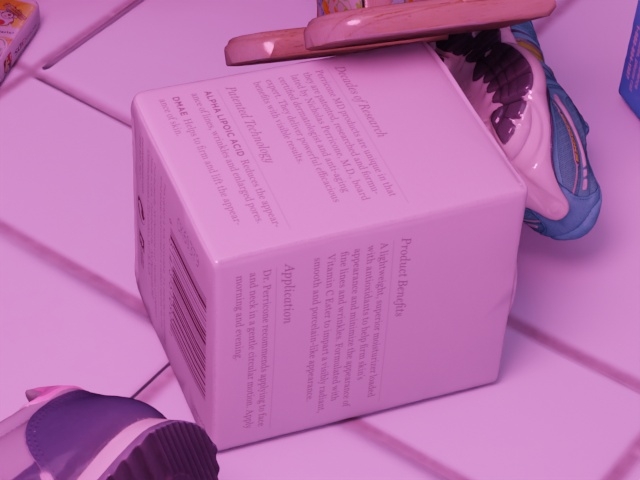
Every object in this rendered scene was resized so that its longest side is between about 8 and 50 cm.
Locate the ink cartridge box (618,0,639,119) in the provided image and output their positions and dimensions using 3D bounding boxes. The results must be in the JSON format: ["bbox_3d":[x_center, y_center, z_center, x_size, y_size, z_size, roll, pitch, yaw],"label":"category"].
[{"bbox_3d":[0.348,-0.104,1.198,0.197,0.198,0.270,-12,46,-18],"label":"ink cartridge box"}]

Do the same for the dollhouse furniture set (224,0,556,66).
[{"bbox_3d":[-0.074,-0.287,1.213,0.256,0.362,0.394,-9,3,-23],"label":"dollhouse furniture set"}]

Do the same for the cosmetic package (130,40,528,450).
[{"bbox_3d":[0.000,0.000,1.094,0.183,0.151,0.151,-12,45,-18],"label":"cosmetic package"}]

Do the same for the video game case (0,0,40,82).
[{"bbox_3d":[-0.333,-0.119,1.291,0.227,0.026,0.206,13,43,11],"label":"video game case"}]

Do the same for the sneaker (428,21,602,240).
[{"bbox_3d":[0.116,-0.087,1.248,0.107,0.110,0.275,-39,26,18],"label":"sneaker"}]

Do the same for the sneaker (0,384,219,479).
[{"bbox_3d":[-0.199,0.179,0.938,0.131,0.112,0.319,18,39,40],"label":"sneaker"}]
